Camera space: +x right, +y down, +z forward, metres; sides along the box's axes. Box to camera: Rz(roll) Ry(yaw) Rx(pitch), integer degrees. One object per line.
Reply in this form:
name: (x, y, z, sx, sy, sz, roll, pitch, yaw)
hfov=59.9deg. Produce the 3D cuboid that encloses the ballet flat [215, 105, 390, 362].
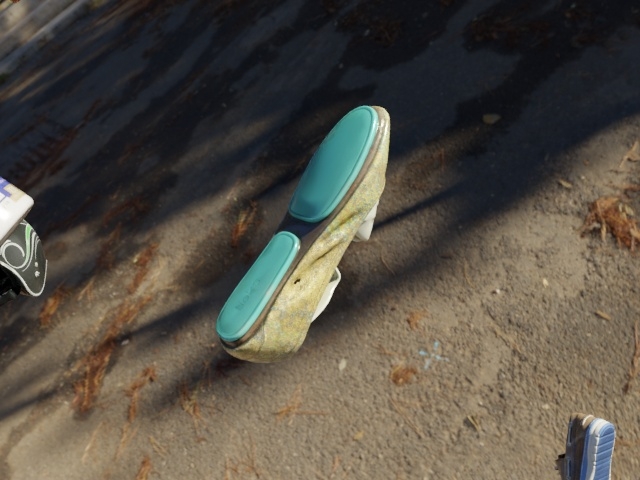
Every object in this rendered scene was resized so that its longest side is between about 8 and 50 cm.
ballet flat: (0.000, 0.000, 0.698, 0.123, 0.123, 0.349, 27, 84, 49)

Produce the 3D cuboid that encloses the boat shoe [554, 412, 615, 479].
boat shoe: (0.403, 0.353, 0.858, 0.066, 0.066, 0.183, 21, 105, 58)

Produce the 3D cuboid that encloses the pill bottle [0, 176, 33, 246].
pill bottle: (-0.430, -0.056, 0.606, 0.112, 0.186, 0.112, -42, 23, 22)

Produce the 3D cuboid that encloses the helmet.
helmet: (-0.483, 0.029, 0.799, 0.169, 0.169, 0.162, -35, 38, 3)

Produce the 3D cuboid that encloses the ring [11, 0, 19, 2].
ring: (-0.387, -0.415, 0.730, 0.336, 0.032, 0.337, -13, 60, 23)
